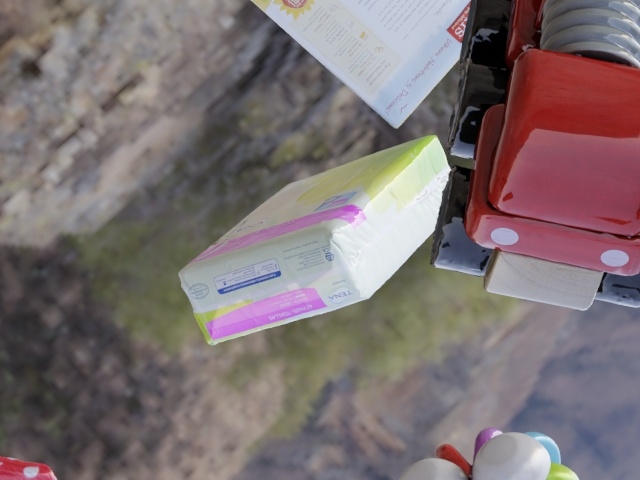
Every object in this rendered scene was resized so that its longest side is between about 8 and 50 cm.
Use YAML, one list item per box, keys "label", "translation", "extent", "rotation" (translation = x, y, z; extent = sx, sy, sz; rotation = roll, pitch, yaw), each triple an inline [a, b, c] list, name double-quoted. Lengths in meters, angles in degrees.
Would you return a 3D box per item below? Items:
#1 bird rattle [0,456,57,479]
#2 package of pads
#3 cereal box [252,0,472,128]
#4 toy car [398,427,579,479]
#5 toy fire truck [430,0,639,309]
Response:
- label: "bird rattle"
  translation: [-0.251, 0.114, 1.085]
  extent: [0.143, 0.253, 0.207]
  rotation: [-59, 167, -10]
- label: "package of pads"
  translation: [0.000, 0.000, 2.031]
  extent: [0.229, 0.101, 0.296]
  rotation: [-18, -166, 34]
- label: "cereal box"
  translation: [0.051, -0.261, 1.957]
  extent: [0.173, 0.240, 0.047]
  rotation: [-48, -159, 4]
- label: "toy car"
  translation: [0.163, 0.245, 1.751]
  extent: [0.182, 0.159, 0.136]
  rotation: [-21, -145, 15]
- label: "toy fire truck"
  translation: [0.163, -0.107, 0.939]
  extent: [0.246, 0.158, 0.217]
  rotation: [102, 0, -54]
